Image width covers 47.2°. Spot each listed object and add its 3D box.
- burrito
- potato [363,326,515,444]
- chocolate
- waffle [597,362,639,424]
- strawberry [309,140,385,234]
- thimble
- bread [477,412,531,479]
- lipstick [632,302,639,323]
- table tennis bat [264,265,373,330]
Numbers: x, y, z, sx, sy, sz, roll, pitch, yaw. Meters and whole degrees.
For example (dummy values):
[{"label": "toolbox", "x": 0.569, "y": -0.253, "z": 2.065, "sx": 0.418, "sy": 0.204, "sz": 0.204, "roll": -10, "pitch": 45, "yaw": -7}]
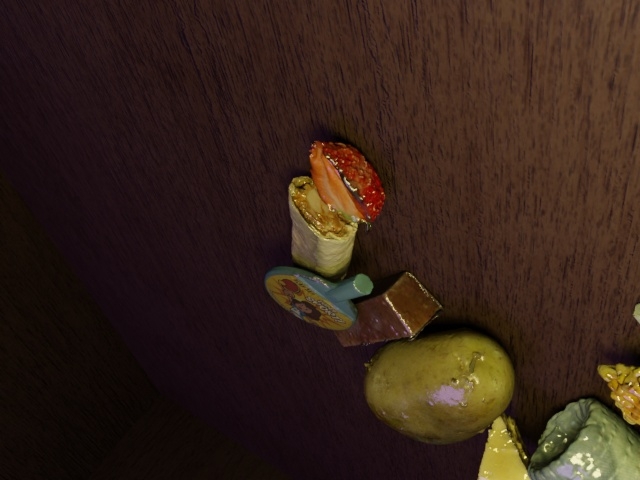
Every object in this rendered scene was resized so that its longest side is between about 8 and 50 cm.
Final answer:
[{"label": "burrito", "x": -0.003, "y": -0.003, "z": 1.502, "sx": 0.143, "sy": 0.105, "sz": 0.299, "roll": 35, "pitch": 155, "yaw": 17}, {"label": "potato", "x": 0.256, "y": 0.298, "z": 1.500, "sx": 0.269, "sy": 0.219, "sz": 0.359, "roll": 28, "pitch": 152, "yaw": -23}, {"label": "chocolate", "x": 0.124, "y": 0.151, "z": 1.586, "sx": 0.112, "sy": 0.112, "sz": 0.321, "roll": 54, "pitch": 153, "yaw": -7}, {"label": "waffle", "x": 0.567, "y": 0.277, "z": 1.155, "sx": 0.238, "sy": 0.059, "sz": 0.243, "roll": 46, "pitch": 159, "yaw": -18}, {"label": "strawberry", "x": 0.052, "y": -0.104, "z": 1.294, "sx": 0.192, "sy": 0.085, "sz": 0.140, "roll": 49, "pitch": 160, "yaw": -7}, {"label": "thimble", "x": 0.510, "y": 0.418, "z": 1.376, "sx": 0.172, "sy": 0.205, "sz": 0.250, "roll": 38, "pitch": 174, "yaw": 8}, {"label": "bread", "x": 0.409, "y": 0.479, "z": 1.560, "sx": 0.178, "sy": 0.142, "sz": 0.266, "roll": 51, "pitch": -171, "yaw": 29}, {"label": "lipstick", "x": 0.524, "y": 0.139, "z": 1.133, "sx": 0.107, "sy": 0.025, "sz": 0.025, "roll": 44, "pitch": 153, "yaw": -20}, {"label": "table tennis bat", "x": 0.000, "y": 0.116, "z": 1.540, "sx": 0.215, "sy": 0.044, "sz": 0.329, "roll": 41, "pitch": 152, "yaw": -18}]
